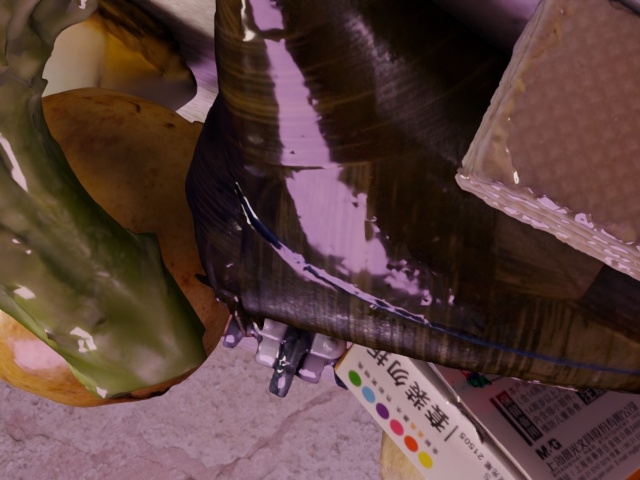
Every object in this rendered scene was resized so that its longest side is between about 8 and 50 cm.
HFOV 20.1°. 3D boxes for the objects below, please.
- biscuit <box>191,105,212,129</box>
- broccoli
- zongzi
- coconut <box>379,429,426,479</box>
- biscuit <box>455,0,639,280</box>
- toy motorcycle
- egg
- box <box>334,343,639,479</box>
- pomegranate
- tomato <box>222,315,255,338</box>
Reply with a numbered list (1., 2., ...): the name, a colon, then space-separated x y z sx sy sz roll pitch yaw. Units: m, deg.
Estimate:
1. biscuit: -0.015 -0.056 1.690 0.259 0.079 0.259 24 170 4
2. broccoli: -0.206 -0.075 1.160 0.397 0.353 0.275 18 -147 -26
3. zongzi: 0.112 -0.065 1.146 0.403 0.208 0.432 15 150 4
4. coconut: 0.236 0.245 1.856 0.405 0.404 0.404 24 170 4
5. biscuit: 0.296 -0.002 1.055 0.426 0.144 0.078 27 169 -3
6. toy motorcycle: 0.000 0.018 1.477 0.110 0.171 0.260 18 -159 1
7. egg: -0.258 -0.139 1.576 0.286 0.174 0.264 22 174 -4
8. box: 0.175 0.106 1.405 0.221 0.274 0.091 50 136 17
9. pomegranate: -0.177 0.006 1.436 0.260 0.260 0.260 24 170 4
10. tomato: -0.122 0.004 1.855 0.085 0.225 0.225 -16 163 5
